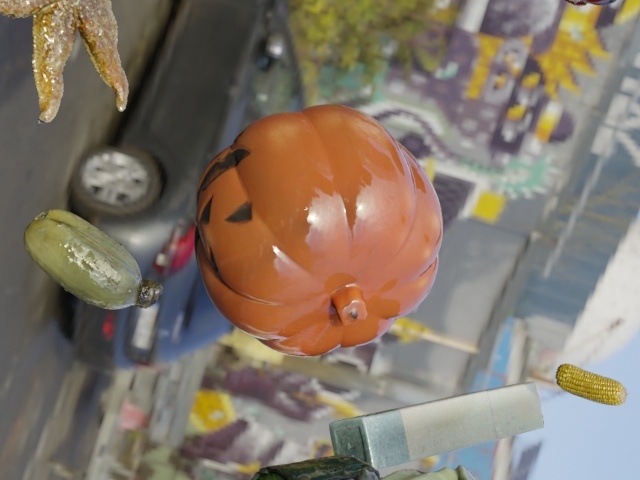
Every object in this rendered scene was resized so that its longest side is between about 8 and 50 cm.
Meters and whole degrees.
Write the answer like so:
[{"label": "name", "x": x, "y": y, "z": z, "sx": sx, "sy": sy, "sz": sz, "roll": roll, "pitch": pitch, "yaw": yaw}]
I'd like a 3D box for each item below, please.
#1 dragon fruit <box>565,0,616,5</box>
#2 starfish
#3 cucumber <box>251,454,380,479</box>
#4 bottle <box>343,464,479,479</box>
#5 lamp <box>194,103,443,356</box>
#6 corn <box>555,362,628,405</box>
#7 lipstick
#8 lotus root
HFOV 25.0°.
[{"label": "dragon fruit", "x": 0.338, "y": -0.354, "z": 1.779, "sx": 0.121, "sy": 0.142, "sz": 0.130, "roll": 11, "pitch": -79, "yaw": 61}, {"label": "starfish", "x": -0.326, "y": -0.288, "z": 1.757, "sx": 0.299, "sy": 0.060, "sz": 0.302, "roll": -27, "pitch": 102, "yaw": -44}, {"label": "cucumber", "x": -0.002, "y": 0.245, "z": 1.378, "sx": 0.116, "sy": 0.115, "sz": 0.062, "roll": 40, "pitch": -62, "yaw": 40}, {"label": "bottle", "x": 0.118, "y": 0.330, "z": 1.205, "sx": 0.229, "sy": 0.352, "sz": 0.229, "roll": -32, "pitch": 155, "yaw": -17}, {"label": "lamp", "x": 0.000, "y": 0.000, "z": 1.065, "sx": 0.164, "sy": 0.187, "sz": 0.188, "roll": -113, "pitch": -150, "yaw": -43}, {"label": "corn", "x": 0.331, "y": 0.178, "z": 1.771, "sx": 0.037, "sy": 0.092, "sz": 0.037, "roll": -28, "pitch": 125, "yaw": -49}, {"label": "lipstick", "x": 0.152, "y": 0.232, "z": 1.803, "sx": 0.066, "sy": 0.317, "sz": 0.068, "roll": -19, "pitch": -101, "yaw": 47}, {"label": "lotus root", "x": -0.282, "y": 0.032, "z": 1.770, "sx": 0.077, "sy": 0.183, "sz": 0.090, "roll": -50, "pitch": -167, "yaw": 24}]
